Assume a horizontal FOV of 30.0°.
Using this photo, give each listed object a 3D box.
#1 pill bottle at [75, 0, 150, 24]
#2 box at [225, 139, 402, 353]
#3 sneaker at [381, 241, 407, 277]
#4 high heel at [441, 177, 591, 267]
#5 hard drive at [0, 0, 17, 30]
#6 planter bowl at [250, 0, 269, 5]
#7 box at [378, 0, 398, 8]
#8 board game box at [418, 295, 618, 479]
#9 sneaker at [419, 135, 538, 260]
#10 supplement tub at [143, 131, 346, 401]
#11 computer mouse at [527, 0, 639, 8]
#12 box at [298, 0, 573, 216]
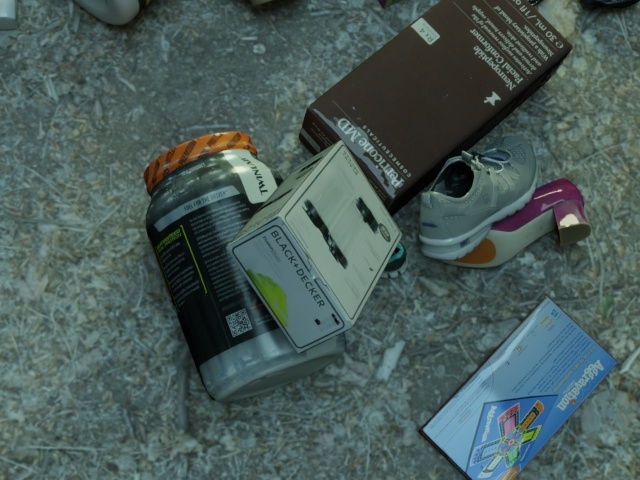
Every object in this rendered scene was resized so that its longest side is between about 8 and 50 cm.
[{"bbox_3d":[-0.252,-0.499,1.795,0.188,0.188,0.334,39,73,5],"label":"pill bottle"},{"bbox_3d":[0.000,0.000,1.547,0.087,0.290,0.169,-28,104,25],"label":"box"},{"bbox_3d":[0.049,0.017,1.736,0.166,0.076,0.065,-2,73,-7],"label":"sneaker"},{"bbox_3d":[0.277,-0.033,1.793,0.244,0.082,0.117,-14,42,4],"label":"high heel"},{"bbox_3d":[-0.586,-0.490,1.827,0.233,0.047,0.353,-3,74,-8],"label":"hard drive"},{"bbox_3d":[-0.075,-0.424,1.823,0.162,0.162,0.109,-22,105,-12],"label":"planter bowl"},{"bbox_3d":[0.153,-0.527,1.887,0.243,0.117,0.213,-29,79,-14],"label":"box"},{"bbox_3d":[0.289,0.226,1.729,0.145,0.027,0.281,44,74,8],"label":"board game box"},{"bbox_3d":[0.234,-0.087,1.724,0.105,0.115,0.281,8,37,32],"label":"sneaker"},{"bbox_3d":[-0.113,0.035,1.644,0.207,0.207,0.338,-19,78,-12],"label":"supplement tub"},{"bbox_3d":[0.408,-0.395,1.924,0.242,0.041,0.071,-5,66,-1],"label":"computer mouse"},{"bbox_3d":[0.171,-0.223,1.791,0.381,0.143,0.191,-41,82,-14],"label":"box"}]
